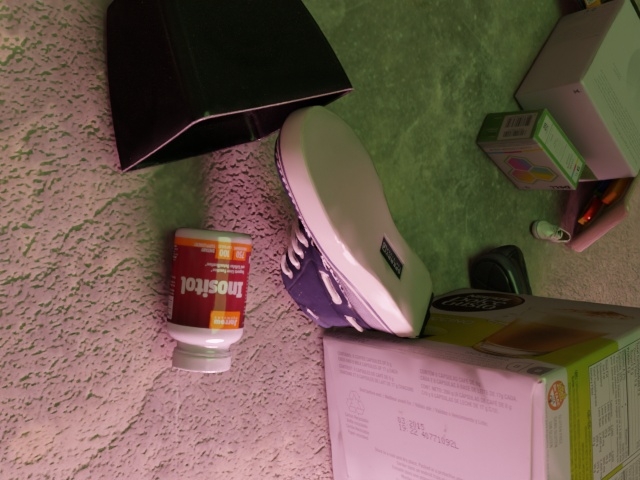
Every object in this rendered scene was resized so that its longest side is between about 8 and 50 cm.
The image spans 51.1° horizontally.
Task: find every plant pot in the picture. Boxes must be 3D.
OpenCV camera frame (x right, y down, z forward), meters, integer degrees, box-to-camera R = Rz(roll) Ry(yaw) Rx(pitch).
[{"bbox_3d":[-0.113,-0.187,0.681,0.187,0.188,0.167,-20,92,-38],"label":"plant pot"}]

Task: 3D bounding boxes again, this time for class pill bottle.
[{"bbox_3d":[-0.124,0.064,0.738,0.086,0.086,0.152,5,90,-41],"label":"pill bottle"}]

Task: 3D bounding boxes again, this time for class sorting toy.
[{"bbox_3d":[0.550,-0.098,1.264,0.038,0.193,0.208,30,66,4],"label":"sorting toy"}]

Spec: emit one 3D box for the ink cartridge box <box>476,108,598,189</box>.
[{"bbox_3d":[0.370,-0.135,1.130,0.209,0.109,0.062,36,71,-37],"label":"ink cartridge box"}]

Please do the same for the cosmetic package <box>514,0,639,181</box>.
[{"bbox_3d":[0.497,-0.263,1.203,0.224,0.138,0.224,47,62,-27],"label":"cosmetic package"}]

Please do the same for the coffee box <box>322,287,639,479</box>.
[{"bbox_3d":[0.243,0.268,0.901,0.334,0.338,0.338,-12,100,-40],"label":"coffee box"}]

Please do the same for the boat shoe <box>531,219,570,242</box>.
[{"bbox_3d":[0.430,-0.015,1.238,0.100,0.035,0.035,18,82,-40],"label":"boat shoe"}]

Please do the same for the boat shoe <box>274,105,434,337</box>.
[{"bbox_3d":[0.000,0.000,0.767,0.340,0.158,0.127,58,42,-37],"label":"boat shoe"}]

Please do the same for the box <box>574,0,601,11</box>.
[{"bbox_3d":[0.491,-0.446,1.236,0.136,0.028,0.081,51,19,-32],"label":"box"}]

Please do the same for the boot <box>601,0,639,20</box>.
[{"bbox_3d":[0.610,-0.387,1.351,0.198,0.077,0.137,35,75,-23],"label":"boot"}]

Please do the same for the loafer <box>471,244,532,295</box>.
[{"bbox_3d":[0.337,0.153,1.130,0.095,0.109,0.302,-26,107,-41],"label":"loafer"}]
